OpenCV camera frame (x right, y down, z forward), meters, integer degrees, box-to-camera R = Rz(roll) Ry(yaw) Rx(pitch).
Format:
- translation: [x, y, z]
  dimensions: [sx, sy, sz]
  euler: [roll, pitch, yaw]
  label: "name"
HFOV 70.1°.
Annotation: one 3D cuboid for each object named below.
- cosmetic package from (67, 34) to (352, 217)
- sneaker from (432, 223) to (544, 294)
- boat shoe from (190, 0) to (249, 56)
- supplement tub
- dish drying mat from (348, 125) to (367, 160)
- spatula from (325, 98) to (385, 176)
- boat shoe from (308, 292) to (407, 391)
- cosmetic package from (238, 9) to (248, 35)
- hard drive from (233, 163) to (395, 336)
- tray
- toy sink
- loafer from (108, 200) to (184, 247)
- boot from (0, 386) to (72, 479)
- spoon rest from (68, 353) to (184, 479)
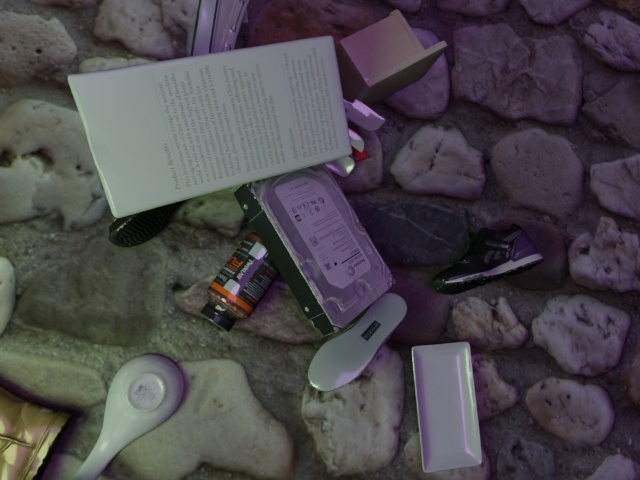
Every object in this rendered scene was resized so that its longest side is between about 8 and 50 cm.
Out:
- translation: [-0.187, -0.221, 0.852]
  dimensions: [0.453, 0.161, 0.230]
  euler: [-18, 110, -21]
  label: "cosmetic package"
- translation: [0.376, 0.040, 1.084]
  dimensions: [0.283, 0.107, 0.124]
  euler: [-14, 69, -18]
  label: "sneaker"
- translation: [-0.204, -0.359, 0.989]
  dimensions: [0.157, 0.136, 0.366]
  euler: [8, 87, -21]
  label: "boat shoe"
- translation: [-0.160, 0.088, 0.942]
  dimensions: [0.106, 0.106, 0.197]
  euler: [36, 75, -5]
  label: "supplement tub"
- translation: [0.086, -0.233, 1.098]
  dimensions: [0.032, 0.008, 0.083]
  euler: [-17, 86, -14]
  label: "dish drying mat"
- translation: [0.003, -0.274, 1.046]
  dimensions: [0.242, 0.019, 0.168]
  euler: [33, 111, -5]
  label: "spatula"
- translation: [0.081, 0.222, 0.983]
  dimensions: [0.096, 0.088, 0.267]
  euler: [37, 68, 20]
  label: "boat shoe"
- translation: [-0.228, -0.601, 1.062]
  dimensions: [0.099, 0.060, 0.238]
  euler: [-6, 82, -14]
  label: "cosmetic package"
- translation: [0.000, 0.000, 0.958]
  dimensions: [0.237, 0.064, 0.338]
  euler: [-28, 88, -45]
  label: "hard drive"
- translation: [0.280, 0.370, 1.031]
  dimensions: [0.145, 0.030, 0.270]
  euler: [-2, 81, -13]
  label: "tray"
- translation: [0.148, -0.425, 1.070]
  dimensions: [0.234, 0.153, 0.131]
  euler: [-32, 88, -14]
  label: "toy sink"
- translation: [-0.353, -0.077, 0.951]
  dimensions: [0.078, 0.080, 0.220]
  euler: [37, 74, 29]
  label: "loafer"
- translation: [-0.626, 0.365, 0.808]
  dimensions: [0.270, 0.089, 0.236]
  euler: [25, 64, -8]
  label: "boot"
- translation: [-0.377, 0.349, 0.876]
  dimensions: [0.137, 0.084, 0.276]
  euler: [36, 62, -6]
  label: "spoon rest"
